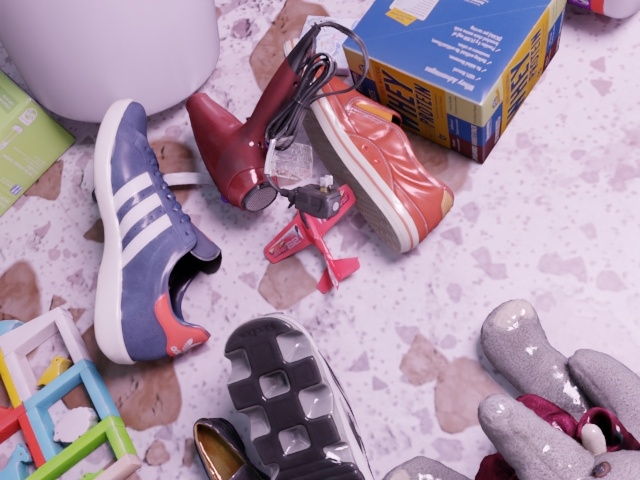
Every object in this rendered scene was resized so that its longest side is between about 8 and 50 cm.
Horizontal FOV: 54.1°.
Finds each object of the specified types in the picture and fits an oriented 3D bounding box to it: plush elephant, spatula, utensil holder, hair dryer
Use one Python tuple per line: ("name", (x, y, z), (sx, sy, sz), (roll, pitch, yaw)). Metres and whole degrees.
("plush elephant", (0.214, 0.213, 0.528), (0.330, 0.255, 0.272), (39, 82, 26))
("spatula", (-0.199, -0.086, 0.894), (0.296, 0.030, 0.084), (-5, 70, 14))
("utensil holder", (-0.313, -0.398, 0.821), (0.327, 0.386, 0.328), (-1, 54, 1))
("hair dryer", (-0.065, -0.145, 0.787), (0.293, 0.080, 0.224), (11, 91, 36))

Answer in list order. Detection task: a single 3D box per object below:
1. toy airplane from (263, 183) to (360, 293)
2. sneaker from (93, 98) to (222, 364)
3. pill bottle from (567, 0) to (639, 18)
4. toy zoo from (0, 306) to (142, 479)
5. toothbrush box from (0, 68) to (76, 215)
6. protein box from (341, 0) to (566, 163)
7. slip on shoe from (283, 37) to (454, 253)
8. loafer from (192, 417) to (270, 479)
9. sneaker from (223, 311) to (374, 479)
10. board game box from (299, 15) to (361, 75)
("toy airplane", (0.000, 0.000, 0.795), (0.151, 0.028, 0.151), (-8, 75, 32))
("sneaker", (-0.204, -0.020, 0.817), (0.148, 0.131, 0.351), (-5, 78, -1))
("pill bottle", (0.293, -0.425, 0.819), (0.322, 0.181, 0.182), (31, 79, 25))
("toy zoo", (-0.373, 0.221, 0.812), (0.192, 0.030, 0.293), (-37, 63, -2))
("toothbrush box", (-0.561, -0.136, 0.965), (0.206, 0.122, 0.283), (38, 81, 24))
("protein box", (0.172, -0.247, 0.802), (0.199, 0.136, 0.201), (30, 78, 24))
("slip on shoe", (0.051, -0.136, 0.805), (0.101, 0.123, 0.331), (-30, 68, -9))
("loafer", (-0.093, 0.271, 0.697), (0.062, 0.061, 0.170), (-42, 64, -6))
("sneaker", (0.001, 0.233, 0.660), (0.122, 0.146, 0.331), (-14, 86, 9))
("board game box", (0.012, -0.290, 0.929), (0.089, 0.020, 0.090), (11, 71, 20))
